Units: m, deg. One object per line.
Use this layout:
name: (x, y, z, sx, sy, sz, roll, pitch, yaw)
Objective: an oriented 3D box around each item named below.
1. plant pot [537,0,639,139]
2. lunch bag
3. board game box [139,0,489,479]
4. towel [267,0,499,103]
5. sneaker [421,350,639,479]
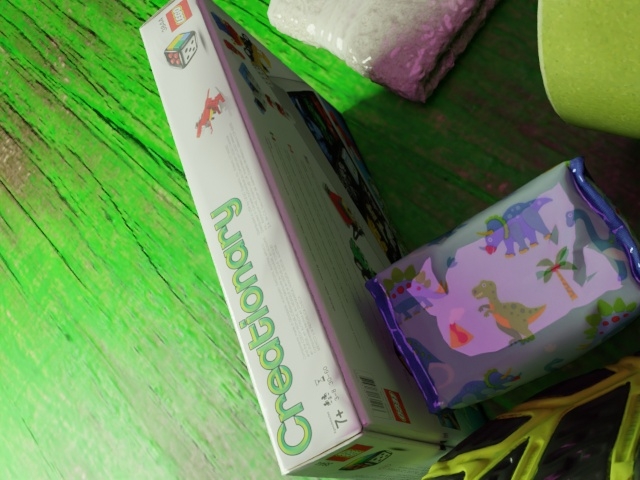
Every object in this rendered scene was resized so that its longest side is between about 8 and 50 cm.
plant pot: (0.290, -0.131, 0.312, 0.293, 0.275, 0.275, 28, 89, 31)
lunch bag: (0.115, 0.028, 0.428, 0.129, 0.151, 0.096, -32, 69, 18)
board game box: (0.000, 0.000, 0.486, 0.053, 0.193, 0.305, -33, 58, 18)
towel: (0.093, -0.259, 0.609, 0.187, 0.049, 0.282, 38, 96, 36)
sneaker: (0.229, 0.100, 0.361, 0.384, 0.145, 0.147, -31, 101, 8)
